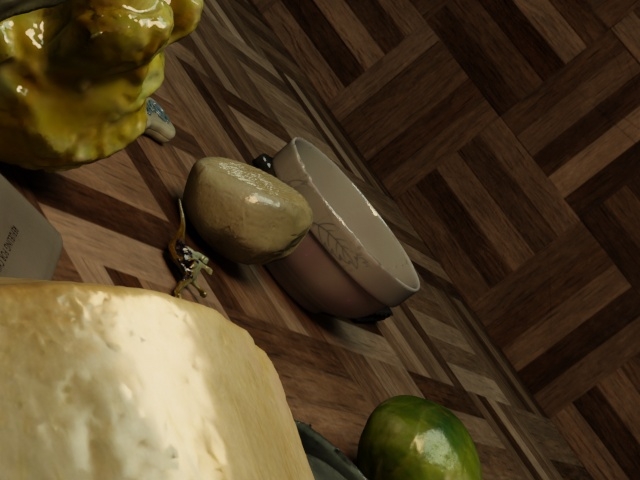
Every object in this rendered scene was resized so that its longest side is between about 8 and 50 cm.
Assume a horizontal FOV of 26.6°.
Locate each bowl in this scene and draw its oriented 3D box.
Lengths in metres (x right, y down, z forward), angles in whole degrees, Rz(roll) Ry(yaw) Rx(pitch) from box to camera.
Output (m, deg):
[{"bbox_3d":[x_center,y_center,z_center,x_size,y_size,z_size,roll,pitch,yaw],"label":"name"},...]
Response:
[{"bbox_3d":[0.002,0.002,1.965,0.287,0.144,0.287,49,11,-13],"label":"bowl"}]

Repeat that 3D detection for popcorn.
[{"bbox_3d":[-0.261,-0.213,1.331,0.276,0.276,0.225,43,19,-35],"label":"popcorn"}]

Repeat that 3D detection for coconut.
[{"bbox_3d":[-0.138,0.142,0.594,0.329,0.329,0.329,49,11,-13],"label":"coconut"}]

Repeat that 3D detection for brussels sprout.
[{"bbox_3d":[0.122,0.268,1.606,0.161,0.144,0.181,35,-29,49],"label":"brussels sprout"}]

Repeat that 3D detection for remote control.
[{"bbox_3d":[-0.241,-0.172,1.842,0.074,0.032,0.122,55,12,15],"label":"remote control"}]

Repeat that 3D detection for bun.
[{"bbox_3d":[-0.099,-0.029,1.741,0.173,0.113,0.166,24,13,-13],"label":"bun"}]

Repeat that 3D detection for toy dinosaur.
[{"bbox_3d":[-0.152,0.024,1.564,0.058,0.037,0.180,50,11,-33],"label":"toy dinosaur"}]

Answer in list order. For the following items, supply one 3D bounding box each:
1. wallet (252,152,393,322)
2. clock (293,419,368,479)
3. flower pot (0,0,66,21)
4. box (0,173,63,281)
[{"bbox_3d":[0.000,0.000,2.232,0.321,0.044,0.170,58,13,15],"label":"wallet"},{"bbox_3d":[0.021,0.306,1.275,0.319,0.066,0.319,48,12,-14],"label":"clock"},{"bbox_3d":[-0.346,-0.245,1.073,0.213,0.302,0.302,62,6,-22],"label":"flower pot"},{"bbox_3d":[-0.265,0.024,1.066,0.103,0.055,0.244,48,12,-17],"label":"box"}]
